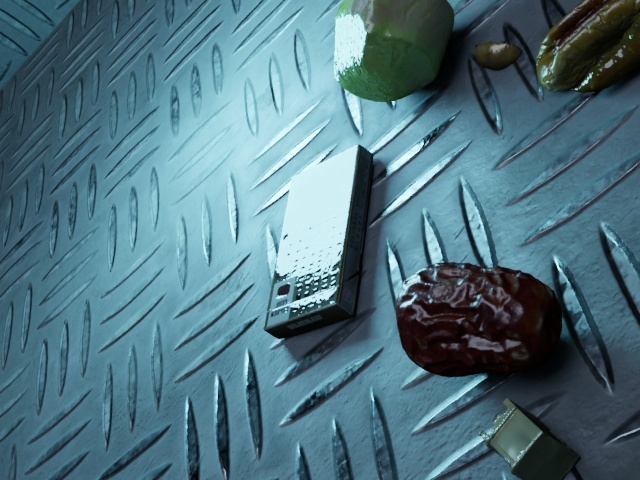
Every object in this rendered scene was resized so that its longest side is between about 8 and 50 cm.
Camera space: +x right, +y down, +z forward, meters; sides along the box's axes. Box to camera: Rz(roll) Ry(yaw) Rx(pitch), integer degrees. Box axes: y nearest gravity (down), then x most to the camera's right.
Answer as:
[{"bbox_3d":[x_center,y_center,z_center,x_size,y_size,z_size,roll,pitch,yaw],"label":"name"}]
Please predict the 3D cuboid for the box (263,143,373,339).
[{"bbox_3d":[-0.001,0.001,1.767,0.180,0.047,0.325,-22,47,40],"label":"box"}]

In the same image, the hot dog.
[{"bbox_3d":[0.408,-0.316,1.489,0.242,0.073,0.084,-39,43,26],"label":"hot dog"}]

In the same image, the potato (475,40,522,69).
[{"bbox_3d":[0.279,-0.300,1.669,0.093,0.037,0.036,5,72,52],"label":"potato"}]

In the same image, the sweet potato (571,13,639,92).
[{"bbox_3d":[0.459,-0.290,1.414,0.274,0.067,0.067,-42,37,25],"label":"sweet potato"}]

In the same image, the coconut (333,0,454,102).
[{"bbox_3d":[0.124,-0.363,1.772,0.204,0.236,0.236,9,66,17],"label":"coconut"}]

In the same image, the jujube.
[{"bbox_3d":[0.206,0.105,1.341,0.230,0.155,0.155,0,63,42],"label":"jujube"}]

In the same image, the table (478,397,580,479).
[{"bbox_3d":[0.248,0.247,1.229,0.062,0.079,0.083,-52,32,5],"label":"table"}]
